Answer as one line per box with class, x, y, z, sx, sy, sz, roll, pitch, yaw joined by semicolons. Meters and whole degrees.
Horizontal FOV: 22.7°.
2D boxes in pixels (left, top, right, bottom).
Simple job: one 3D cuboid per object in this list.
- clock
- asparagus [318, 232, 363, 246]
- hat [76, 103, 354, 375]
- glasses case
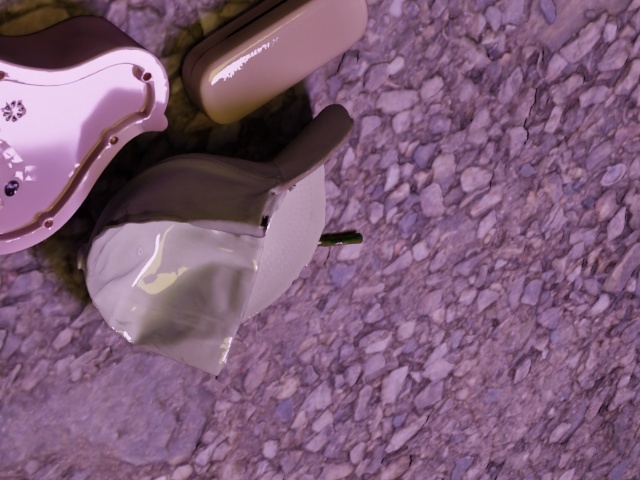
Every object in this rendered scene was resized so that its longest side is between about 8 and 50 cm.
clock;-0.285;-0.127;1.357;0.275;0.080;0.290;-39;139;-11
asparagus;0.000;0.000;1.740;0.114;0.014;0.015;-3;88;-40
hat;-0.092;-0.038;1.560;0.301;0.168;0.258;-49;168;-36
glasses case;-0.042;-0.188;1.538;0.196;0.050;0.083;-34;134;-16
